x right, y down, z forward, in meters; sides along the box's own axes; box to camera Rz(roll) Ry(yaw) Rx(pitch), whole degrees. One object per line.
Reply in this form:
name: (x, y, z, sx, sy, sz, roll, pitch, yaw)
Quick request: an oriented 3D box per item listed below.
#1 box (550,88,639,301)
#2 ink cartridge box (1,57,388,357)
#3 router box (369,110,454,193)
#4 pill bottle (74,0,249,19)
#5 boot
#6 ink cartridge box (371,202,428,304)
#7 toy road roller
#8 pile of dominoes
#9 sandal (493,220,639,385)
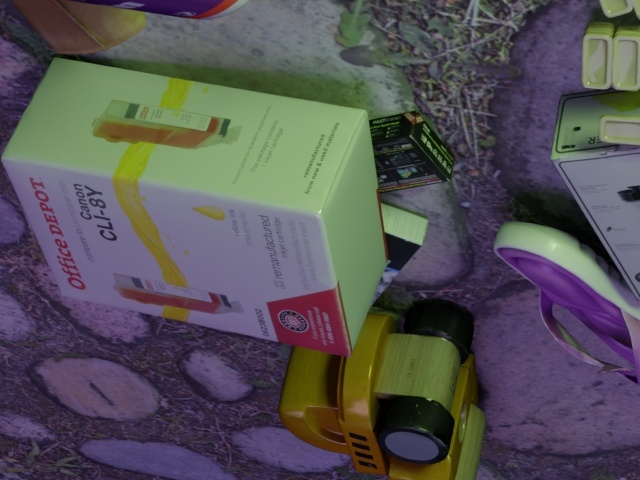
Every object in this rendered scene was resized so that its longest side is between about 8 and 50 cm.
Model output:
box: (0.381, -0.049, 1.919, 0.169, 0.087, 0.290, -7, 144, 30)
ink cartridge box: (-0.136, -0.036, 2.020, 0.384, 0.160, 0.279, 11, 146, 17)
router box: (0.078, -0.098, 2.005, 0.122, 0.038, 0.092, -9, 142, 32)
pill bottle: (-0.191, -0.296, 1.537, 0.181, 0.182, 0.323, -15, 170, 38)
boot: (-0.256, -0.301, 1.773, 0.236, 0.089, 0.269, 2, 148, 36)
ink cartridge box: (0.000, 0.000, 2.187, 0.208, 0.045, 0.206, 22, 148, -9)
toy road roller: (0.084, 0.227, 2.366, 0.240, 0.203, 0.329, 5, 146, 16)
pile of dominoes: (0.382, -0.184, 1.718, 0.251, 0.040, 0.196, 4, 120, 14)
sandal: (0.339, 0.109, 2.132, 0.416, 0.102, 0.169, 35, 165, -32)
